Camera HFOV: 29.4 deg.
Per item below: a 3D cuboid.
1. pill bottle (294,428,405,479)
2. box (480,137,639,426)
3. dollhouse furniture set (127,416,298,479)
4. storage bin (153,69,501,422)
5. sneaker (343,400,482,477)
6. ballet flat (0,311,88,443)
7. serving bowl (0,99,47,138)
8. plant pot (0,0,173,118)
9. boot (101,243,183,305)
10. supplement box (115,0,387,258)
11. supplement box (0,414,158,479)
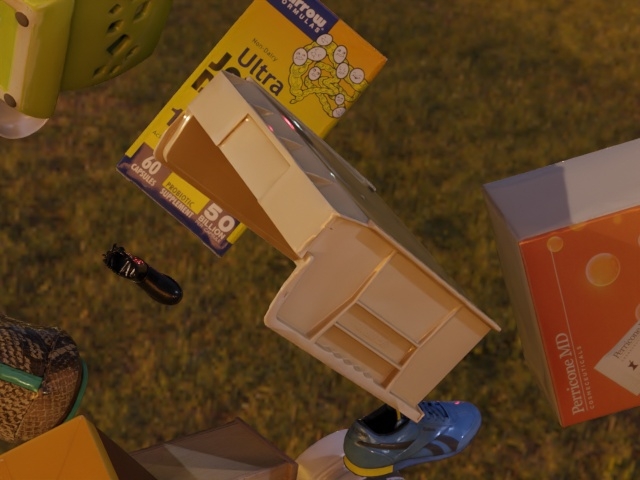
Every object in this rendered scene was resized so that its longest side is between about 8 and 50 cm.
[{"bbox_3d":[0.077,0.407,1.662,0.161,0.161,0.283,-14,52,-39],"label":"pill bottle"},{"bbox_3d":[0.364,0.015,1.228,0.345,0.215,0.168,-17,21,1],"label":"box"},{"bbox_3d":[-0.134,0.340,1.342,0.161,0.242,0.212,-11,31,-40],"label":"dollhouse furniture set"},{"bbox_3d":[0.000,0.000,1.129,0.260,0.123,0.262,37,11,-44],"label":"storage bin"},{"bbox_3d":[0.122,0.227,1.508,0.209,0.082,0.069,-11,36,-32],"label":"sneaker"},{"bbox_3d":[-0.431,0.124,1.364,0.182,0.164,0.483,28,-16,-31],"label":"ballet flat"},{"bbox_3d":[-0.365,-0.164,1.471,0.083,0.083,0.027,-13,48,-37],"label":"serving bowl"},{"bbox_3d":[-0.299,-0.280,1.273,0.228,0.227,0.207,37,53,7],"label":"plant pot"},{"bbox_3d":[-0.275,0.054,1.881,0.121,0.045,0.099,36,-2,15],"label":"boot"},{"bbox_3d":[-0.094,-0.177,1.730,0.194,0.356,0.195,40,3,-3],"label":"supplement box"},{"bbox_3d":[-0.123,0.223,0.649,0.129,0.194,0.191,-27,69,-5],"label":"supplement box"}]
